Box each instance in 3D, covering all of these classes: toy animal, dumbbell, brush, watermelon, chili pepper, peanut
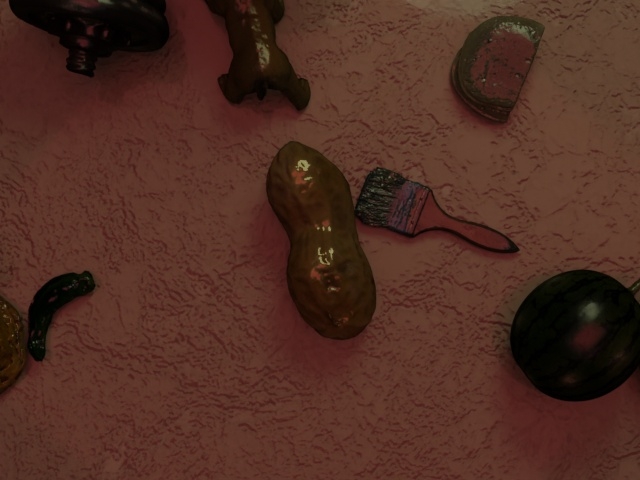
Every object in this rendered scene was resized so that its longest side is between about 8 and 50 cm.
[{"bbox_3d":[-0.085,-0.249,1.251,0.103,0.101,0.218,-15,87,1],"label":"toy animal"},{"bbox_3d":[-0.223,-0.380,1.221,0.179,0.179,0.406,11,86,1],"label":"dumbbell"},{"bbox_3d":[0.138,-0.023,1.278,0.196,0.021,0.070,21,89,1],"label":"brush"},{"bbox_3d":[0.297,0.090,1.213,0.187,0.141,0.140,-44,88,-1],"label":"watermelon"},{"bbox_3d":[-0.308,0.077,1.265,0.055,0.035,0.118,33,83,19],"label":"chili pepper"},{"bbox_3d":[0.000,0.000,1.236,0.098,0.103,0.229,-15,89,-13],"label":"peanut"}]

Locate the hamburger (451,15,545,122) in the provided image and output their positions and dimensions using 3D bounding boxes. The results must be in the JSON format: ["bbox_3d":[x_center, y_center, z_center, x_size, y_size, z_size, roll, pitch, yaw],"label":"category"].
[{"bbox_3d":[0.197,-0.203,1.275,0.084,0.054,0.121,19,94,-1],"label":"hamburger"}]

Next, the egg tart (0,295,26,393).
[{"bbox_3d":[-0.394,0.117,1.254,0.130,0.052,0.130,0,84,2],"label":"egg tart"}]
